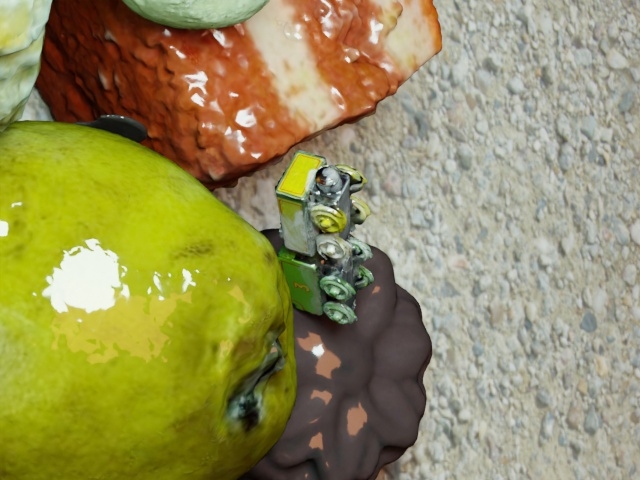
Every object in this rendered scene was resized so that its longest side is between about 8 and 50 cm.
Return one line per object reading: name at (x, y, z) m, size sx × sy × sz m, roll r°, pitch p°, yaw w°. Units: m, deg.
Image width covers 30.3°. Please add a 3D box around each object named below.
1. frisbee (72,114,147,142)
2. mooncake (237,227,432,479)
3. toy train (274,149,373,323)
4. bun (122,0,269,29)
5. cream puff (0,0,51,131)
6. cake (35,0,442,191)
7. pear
frisbee at (-0.257, -0.083, 1.022) m, size 0.211 × 0.187 × 0.012 m, roll 11°, pitch 67°, yaw -6°
mooncake at (-0.010, 0.120, 1.175) m, size 0.283 × 0.141 × 0.283 m, roll 6°, pitch 80°, yaw -35°
toy train at (0.000, 0.000, 1.022) m, size 0.081 × 0.202 × 0.060 m, roll 17°, pitch 58°, yaw 17°
bun at (-0.087, -0.258, 0.875) m, size 0.195 × 0.118 × 0.195 m, roll 8°, pitch 75°, yaw -31°
cream puff at (-0.303, -0.232, 0.718) m, size 0.275 × 0.378 × 0.378 m, roll 2°, pitch 82°, yaw -22°
cake at (-0.081, -0.204, 1.095) m, size 0.319 × 0.269 × 0.270 m, roll -33°, pitch 101°, yaw -31°
pear at (-0.223, 0.072, 0.903) m, size 0.413 × 0.352 × 0.352 m, roll -4°, pitch 83°, yaw 9°
